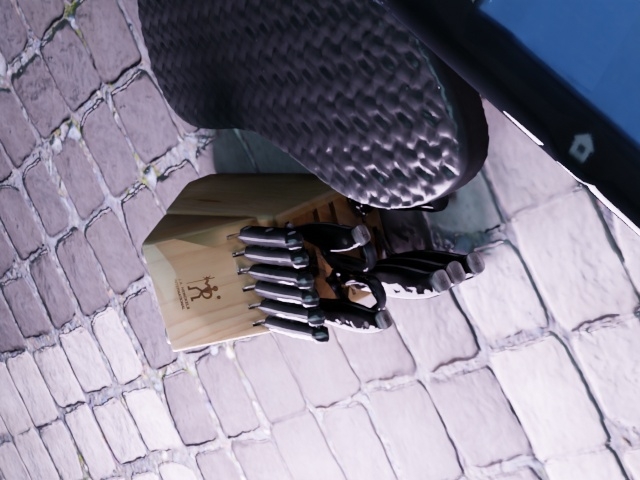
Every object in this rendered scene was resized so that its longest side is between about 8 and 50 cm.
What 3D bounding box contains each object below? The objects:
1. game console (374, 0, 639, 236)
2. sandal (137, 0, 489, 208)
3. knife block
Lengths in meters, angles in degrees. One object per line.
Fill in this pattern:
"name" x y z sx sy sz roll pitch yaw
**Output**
"game console" 0.195 -0.160 0.605 0.386 0.060 0.342 47 115 30
"sandal" -0.002 -0.140 1.037 0.446 0.107 0.168 27 133 59
"knife block" 0.000 0.000 1.137 0.276 0.242 0.088 -70 -33 -73
